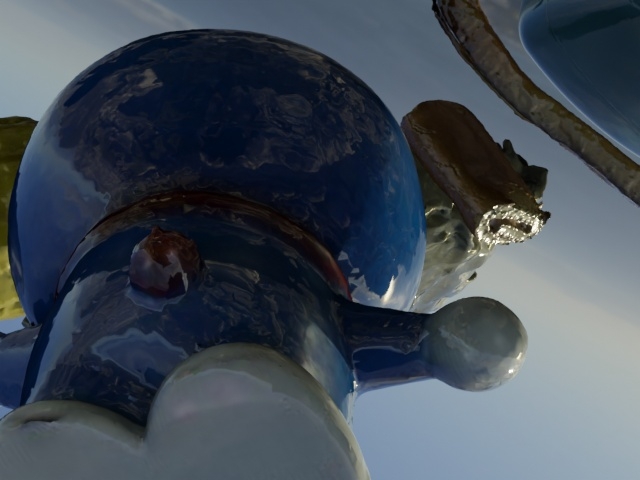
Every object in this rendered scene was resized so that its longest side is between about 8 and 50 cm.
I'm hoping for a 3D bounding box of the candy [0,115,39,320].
[{"bbox_3d":[-0.229,0.002,0.674,0.199,0.106,0.094,-12,-179,-19],"label":"candy"}]

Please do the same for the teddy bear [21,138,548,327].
[{"bbox_3d":[0.000,0.000,1.043,0.357,0.367,0.224,-16,-106,-57],"label":"teddy bear"}]

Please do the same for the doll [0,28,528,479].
[{"bbox_3d":[-0.035,0.027,0.474,0.215,0.161,0.257,-4,-148,8],"label":"doll"}]

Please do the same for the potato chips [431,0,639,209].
[{"bbox_3d":[0.124,-0.059,0.648,0.204,0.037,0.026,41,-167,-16],"label":"potato chips"}]

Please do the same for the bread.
[{"bbox_3d":[0.077,-0.034,0.677,0.047,0.036,0.083,4,-138,-41],"label":"bread"}]

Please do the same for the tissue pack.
[{"bbox_3d":[0.316,-0.185,1.195,0.287,0.198,0.206,32,159,-28],"label":"tissue pack"}]
